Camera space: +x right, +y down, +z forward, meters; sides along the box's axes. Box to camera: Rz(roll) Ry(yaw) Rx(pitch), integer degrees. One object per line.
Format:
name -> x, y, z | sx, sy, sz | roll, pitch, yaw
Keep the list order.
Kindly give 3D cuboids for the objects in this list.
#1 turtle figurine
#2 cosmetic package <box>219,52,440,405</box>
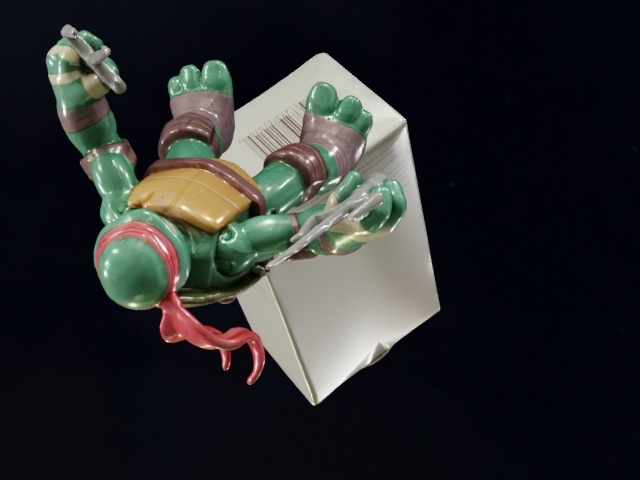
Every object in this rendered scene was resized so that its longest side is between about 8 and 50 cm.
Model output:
turtle figurine -> -0.054, -0.028, 0.526 | 0.175, 0.234, 0.118 | 29, -68, 1
cosmetic package -> 0.000, 0.000, 1.321 | 0.217, 0.156, 0.385 | -35, -34, -15
